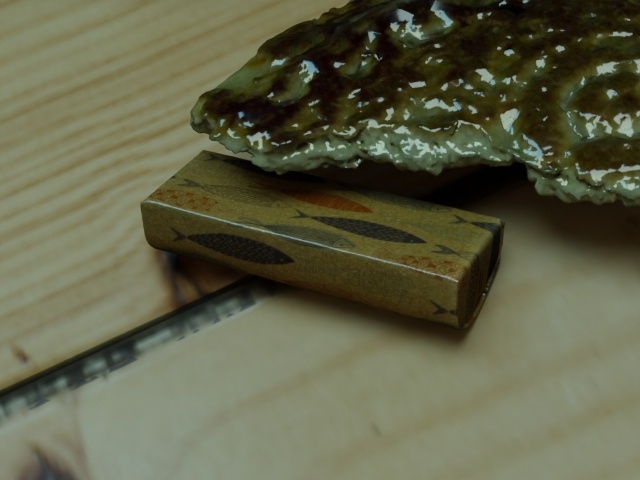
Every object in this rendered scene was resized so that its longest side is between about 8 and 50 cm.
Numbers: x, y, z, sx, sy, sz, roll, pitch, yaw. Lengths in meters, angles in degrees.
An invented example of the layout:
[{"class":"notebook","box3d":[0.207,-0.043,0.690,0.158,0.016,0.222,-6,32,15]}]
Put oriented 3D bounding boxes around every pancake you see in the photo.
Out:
[{"class":"pancake","box3d":[0.096,-0.062,0.687,0.266,0.057,0.244,-32,52,-21]}]

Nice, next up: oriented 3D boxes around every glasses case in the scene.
[{"class":"glasses case","box3d":[0.000,0.000,0.680,0.170,0.041,0.064,14,35,22]}]
